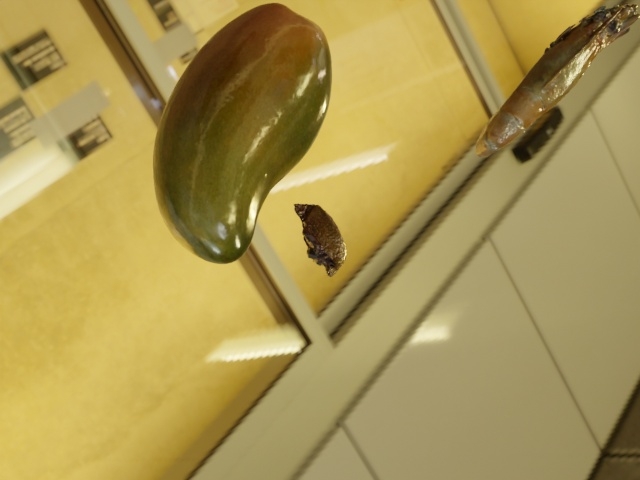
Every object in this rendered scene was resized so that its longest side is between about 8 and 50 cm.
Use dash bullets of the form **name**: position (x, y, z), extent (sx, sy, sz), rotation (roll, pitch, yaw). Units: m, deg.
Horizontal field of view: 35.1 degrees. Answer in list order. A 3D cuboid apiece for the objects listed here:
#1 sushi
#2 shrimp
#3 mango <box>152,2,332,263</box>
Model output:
- **sushi**: position (0.000, 0.000, 1.220), extent (0.047, 0.099, 0.050), rotation (-26, 154, -15)
- **shrimp**: position (0.261, -0.182, 1.143), extent (0.236, 0.053, 0.133), rotation (-48, 172, 15)
- **mango**: position (-0.081, -0.113, 0.990), extent (0.129, 0.146, 0.289), rotation (-19, -148, 46)
